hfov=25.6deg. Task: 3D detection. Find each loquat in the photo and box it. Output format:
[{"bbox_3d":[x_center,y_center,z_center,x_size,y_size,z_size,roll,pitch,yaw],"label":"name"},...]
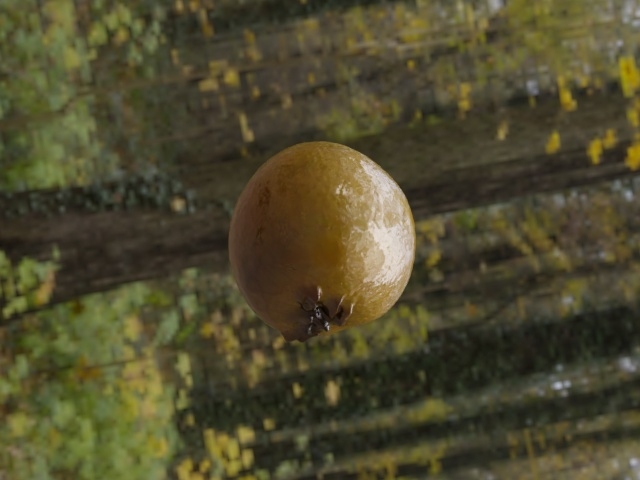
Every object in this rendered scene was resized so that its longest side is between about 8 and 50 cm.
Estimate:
[{"bbox_3d":[0.000,0.000,1.006,0.141,0.141,0.141,171,-90,-87],"label":"loquat"}]
